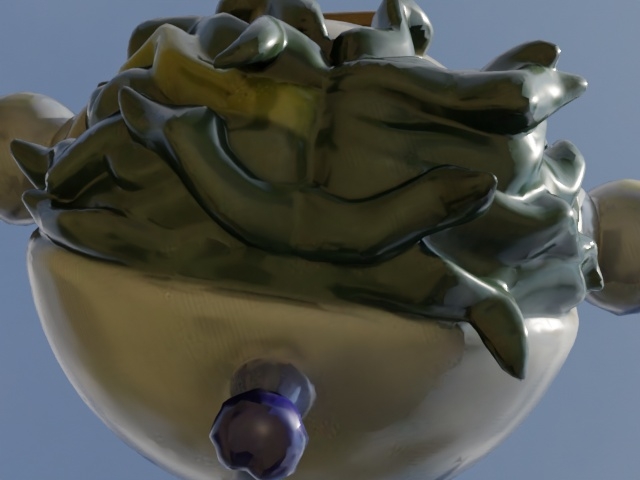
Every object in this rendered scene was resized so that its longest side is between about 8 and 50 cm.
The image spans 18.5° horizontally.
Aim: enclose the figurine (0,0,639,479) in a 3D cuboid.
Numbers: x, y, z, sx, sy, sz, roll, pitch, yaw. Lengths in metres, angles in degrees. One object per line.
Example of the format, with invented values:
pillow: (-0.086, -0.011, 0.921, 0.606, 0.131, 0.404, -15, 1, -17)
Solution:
figurine: (0.004, -0.002, 0.735, 0.261, 0.382, 0.186, -7, -91, 2)
